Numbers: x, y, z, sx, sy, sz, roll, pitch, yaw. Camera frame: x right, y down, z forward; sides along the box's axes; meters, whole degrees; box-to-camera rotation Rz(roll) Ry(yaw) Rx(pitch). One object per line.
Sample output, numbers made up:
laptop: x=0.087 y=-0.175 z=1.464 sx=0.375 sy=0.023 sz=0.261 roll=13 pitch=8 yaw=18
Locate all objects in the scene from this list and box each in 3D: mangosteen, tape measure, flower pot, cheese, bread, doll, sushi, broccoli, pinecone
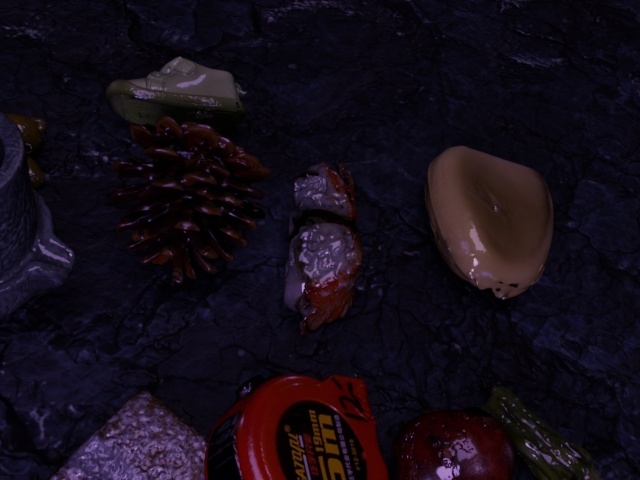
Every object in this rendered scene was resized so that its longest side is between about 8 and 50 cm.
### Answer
mangosteen: x=0.183 y=0.317 z=0.905 sx=0.166 sy=0.166 sz=0.180 roll=-5 pitch=79 yaw=-17
tape measure: x=-0.025 y=0.286 z=0.852 sx=0.260 sy=0.114 sz=0.253 roll=17 pitch=44 yaw=-38
flower pot: x=-0.499 y=-0.012 z=0.921 sx=0.299 sy=0.282 sz=0.299 roll=8 pitch=47 yaw=-9
cheese: x=0.310 y=-0.032 z=1.223 sx=0.260 sy=0.128 sz=0.315 roll=16 pitch=52 yaw=-3
bread: x=-0.291 y=0.372 z=0.769 sx=0.165 sy=0.113 sz=0.416 roll=34 pitch=51 yaw=12
doll: x=-0.541 y=-0.138 z=1.131 sx=0.137 sy=0.097 sz=0.209 roll=4 pitch=56 yaw=-17
sushi: x=0.000 y=0.000 z=1.127 sx=0.130 sy=0.124 sz=0.332 roll=-2 pitch=51 yaw=-2
broccoli: x=0.347 y=0.330 z=0.952 sx=0.165 sy=0.145 sz=0.304 roll=-18 pitch=46 yaw=-30
pinecone: x=-0.207 y=-0.061 z=1.054 sx=0.264 sy=0.264 sz=0.264 roll=7 pitch=51 yaw=-8

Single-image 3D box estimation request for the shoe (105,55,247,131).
shoe: x=-0.273 y=-0.271 z=1.279 sx=0.262 sy=0.140 sz=0.128 roll=5 pitch=61 yaw=-16
